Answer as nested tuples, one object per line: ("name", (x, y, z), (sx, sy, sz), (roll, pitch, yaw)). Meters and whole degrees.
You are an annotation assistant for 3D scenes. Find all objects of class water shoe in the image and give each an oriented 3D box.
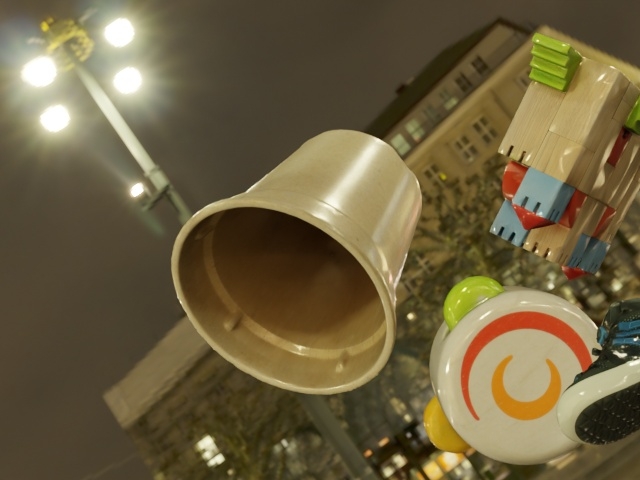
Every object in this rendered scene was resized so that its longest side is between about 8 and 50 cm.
("water shoe", (0.236, 0.091, 0.736), (0.203, 0.080, 0.073), (-15, -47, -34))

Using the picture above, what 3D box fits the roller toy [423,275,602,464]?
("roller toy", (0.223, 0.151, 1.104), (0.191, 0.209, 0.146), (8, 1, 1))

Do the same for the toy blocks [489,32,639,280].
("toy blocks", (0.330, -0.084, 1.274), (0.381, 0.191, 0.261), (13, -75, -58))

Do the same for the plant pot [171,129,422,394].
("plant pot", (0.000, 0.000, 1.426), (0.334, 0.334, 0.305), (-52, 3, 43))
